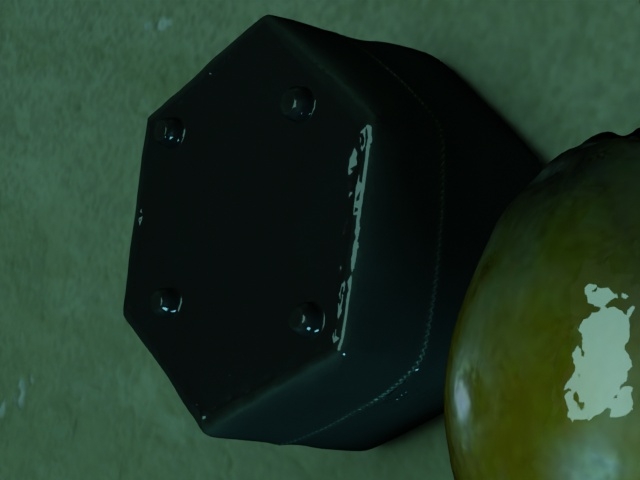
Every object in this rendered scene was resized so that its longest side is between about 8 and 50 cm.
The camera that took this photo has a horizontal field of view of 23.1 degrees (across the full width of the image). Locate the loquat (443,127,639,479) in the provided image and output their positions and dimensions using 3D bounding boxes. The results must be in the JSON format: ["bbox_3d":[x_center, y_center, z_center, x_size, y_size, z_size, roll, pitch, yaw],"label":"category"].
[{"bbox_3d":[0.144,0.059,0.666,0.179,0.179,0.227,33,117,47],"label":"loquat"}]

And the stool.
[{"bbox_3d":[0.000,0.000,0.863,0.232,0.141,0.232,-10,76,47],"label":"stool"}]
